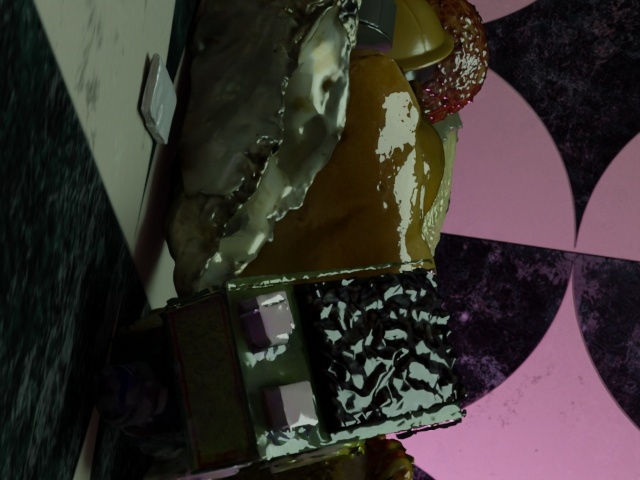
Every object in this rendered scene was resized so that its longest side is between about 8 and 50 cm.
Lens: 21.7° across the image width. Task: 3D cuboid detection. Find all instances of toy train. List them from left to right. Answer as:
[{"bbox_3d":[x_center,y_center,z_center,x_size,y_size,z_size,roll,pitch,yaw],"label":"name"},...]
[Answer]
[{"bbox_3d":[-0.025,0.098,1.158,0.260,0.177,0.134,-5,80,-46],"label":"toy train"}]

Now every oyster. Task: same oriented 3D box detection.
[{"bbox_3d":[-0.056,-0.093,1.305,0.166,0.110,0.341,53,48,-66],"label":"oyster"}]

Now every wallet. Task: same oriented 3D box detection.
[{"bbox_3d":[-0.113,-0.098,1.170,0.083,0.011,0.044,80,19,-77],"label":"wallet"}]

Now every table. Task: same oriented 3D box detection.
[{"bbox_3d":[0.011,-0.228,1.718,0.133,0.133,0.043,75,22,-78],"label":"table"}]

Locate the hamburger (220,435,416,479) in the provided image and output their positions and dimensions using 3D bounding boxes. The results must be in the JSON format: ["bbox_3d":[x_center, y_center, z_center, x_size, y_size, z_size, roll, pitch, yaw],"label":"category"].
[{"bbox_3d":[-0.040,0.269,1.335,0.294,0.179,0.276,-49,-160,-9],"label":"hamburger"}]

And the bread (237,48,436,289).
[{"bbox_3d":[0.003,0.001,1.481,0.149,0.195,0.344,-80,166,-75],"label":"bread"}]

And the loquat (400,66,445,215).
[{"bbox_3d":[0.025,-0.089,1.712,0.208,0.208,0.208,8,90,-85],"label":"loquat"}]

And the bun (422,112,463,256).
[{"bbox_3d":[0.074,-0.044,2.426,0.364,0.202,0.364,15,90,-83],"label":"bun"}]

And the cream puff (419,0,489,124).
[{"bbox_3d":[0.098,-0.248,2.201,0.164,0.240,0.240,-46,145,-68],"label":"cream puff"}]

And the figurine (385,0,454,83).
[{"bbox_3d":[0.047,-0.195,2.044,0.167,0.192,0.257,13,105,-46],"label":"figurine"}]
